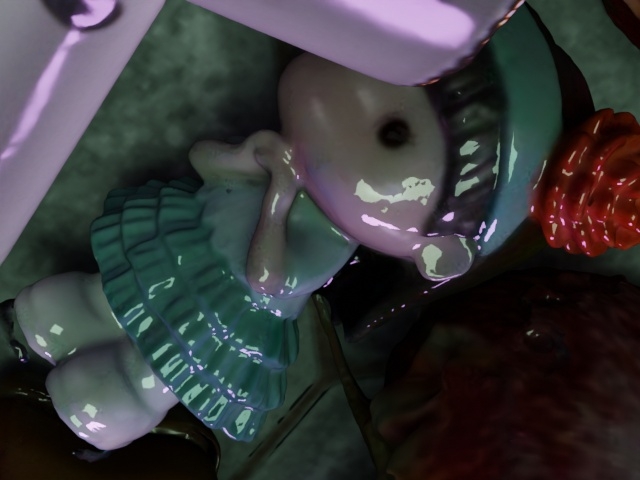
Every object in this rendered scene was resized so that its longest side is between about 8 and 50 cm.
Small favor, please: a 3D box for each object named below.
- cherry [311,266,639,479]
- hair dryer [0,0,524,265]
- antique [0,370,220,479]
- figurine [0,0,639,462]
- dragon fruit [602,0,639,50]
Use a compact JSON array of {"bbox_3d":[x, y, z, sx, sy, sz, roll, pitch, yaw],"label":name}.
[{"bbox_3d":[0.123,0.110,0.552,0.249,0.192,0.175,16,141,-28],"label":"cherry"},{"bbox_3d":[-0.093,-0.070,0.420,0.203,0.128,0.362,20,139,-23],"label":"hair dryer"},{"bbox_3d":[-0.136,0.200,0.584,0.223,0.129,0.278,22,110,-19],"label":"antique"},{"bbox_3d":[0.000,0.000,0.500,0.245,0.138,0.110,-34,159,11],"label":"figurine"},{"bbox_3d":[0.247,-0.100,0.490,0.261,0.163,0.189,-22,146,3],"label":"dragon fruit"}]
